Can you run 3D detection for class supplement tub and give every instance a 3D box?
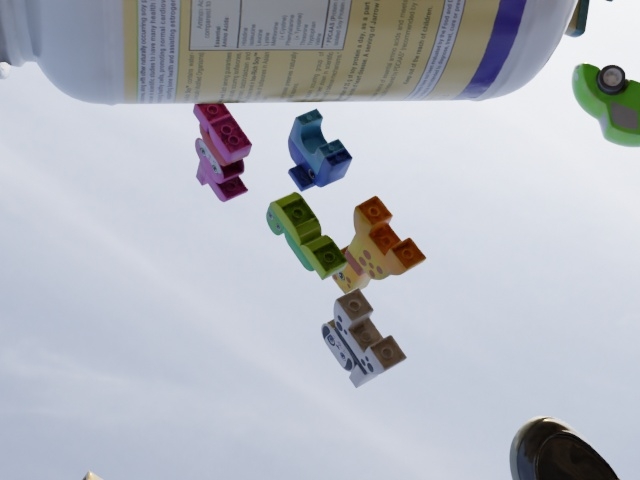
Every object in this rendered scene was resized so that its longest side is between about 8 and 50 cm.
[{"bbox_3d":[-0.042,-0.195,0.626,0.331,0.241,0.241,-2,-135,-10],"label":"supplement tub"}]

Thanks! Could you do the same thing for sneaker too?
[{"bbox_3d":[0.250,0.237,0.924,0.083,0.118,0.222,-42,-74,-16],"label":"sneaker"}]

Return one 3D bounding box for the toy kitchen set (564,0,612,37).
[{"bbox_3d":[0.235,-0.270,0.875,0.122,0.166,0.207,16,-110,-9],"label":"toy kitchen set"}]

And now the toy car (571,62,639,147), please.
[{"bbox_3d":[0.297,-0.077,0.882,0.225,0.053,0.239,22,180,9],"label":"toy car"}]

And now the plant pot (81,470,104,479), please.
[{"bbox_3d":[-0.152,0.230,0.801,0.083,0.081,0.081,30,-168,-14],"label":"plant pot"}]

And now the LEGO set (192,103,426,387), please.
[{"bbox_3d":[0.000,0.000,0.794,0.087,0.093,0.227,-26,-110,-26],"label":"LEGO set"}]
